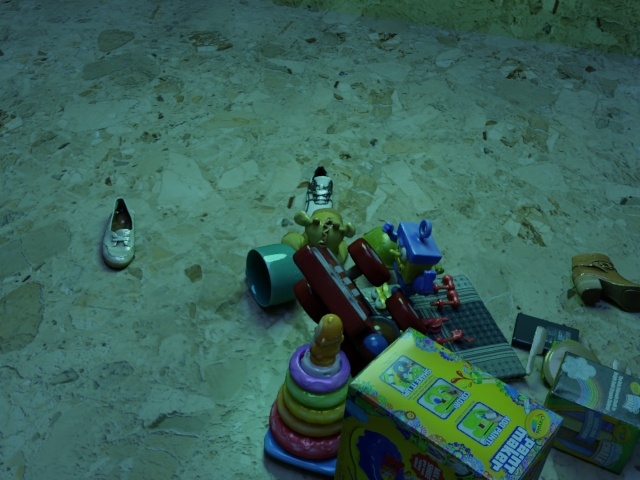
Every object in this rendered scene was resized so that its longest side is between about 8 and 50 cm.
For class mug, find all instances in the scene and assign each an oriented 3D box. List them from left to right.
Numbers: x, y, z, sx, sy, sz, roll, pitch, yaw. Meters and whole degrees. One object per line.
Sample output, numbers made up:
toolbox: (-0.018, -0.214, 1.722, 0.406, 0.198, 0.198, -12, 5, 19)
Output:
mug: (-0.098, 0.064, 1.680, 0.097, 0.130, 0.158, -12, 41, -27)

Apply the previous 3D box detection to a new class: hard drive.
hard drive: (0.484, 0.208, 1.661, 0.135, 0.022, 0.094, 16, 39, 12)

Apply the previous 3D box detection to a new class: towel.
towel: (0.225, 0.203, 1.623, 0.324, 0.056, 0.312, -6, 42, -18)

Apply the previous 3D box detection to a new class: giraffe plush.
giraffe plush: (0.000, 0.000, 1.742, 0.181, 0.171, 0.210, -6, 39, -16)

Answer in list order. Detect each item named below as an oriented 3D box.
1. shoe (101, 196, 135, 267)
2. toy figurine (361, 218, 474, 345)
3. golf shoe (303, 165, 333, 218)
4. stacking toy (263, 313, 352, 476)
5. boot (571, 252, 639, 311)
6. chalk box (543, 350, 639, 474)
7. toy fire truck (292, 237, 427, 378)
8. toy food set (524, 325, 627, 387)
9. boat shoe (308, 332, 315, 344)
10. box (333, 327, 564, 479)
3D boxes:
shoe: (-0.470, -0.021, 1.796, 0.076, 0.058, 0.219, -2, 38, -10)
toy figurine: (0.213, 0.027, 1.617, 0.191, 0.217, 0.363, 0, 40, -11)
golf shoe: (-0.004, -0.112, 1.953, 0.077, 0.094, 0.198, 1, 39, -9)
stacking toy: (-0.001, 0.242, 1.321, 0.165, 0.302, 0.175, 15, 39, 12)
boot: (0.690, 0.089, 1.808, 0.197, 0.073, 0.152, 10, 33, 1)
chalk box: (0.527, 0.326, 1.428, 0.213, 0.132, 0.132, 22, 39, 18)
toy fire truck: (0.065, 0.136, 1.399, 0.302, 0.169, 0.254, 55, 9, 5)
toy food set: (0.514, 0.265, 1.570, 0.192, 0.038, 0.132, 23, 61, 9)
boat shoe: (0.018, 0.231, 1.555, 0.065, 0.075, 0.206, 49, 27, -17)
box: (0.188, 0.348, 1.219, 0.279, 0.290, 0.177, 29, 43, 28)
